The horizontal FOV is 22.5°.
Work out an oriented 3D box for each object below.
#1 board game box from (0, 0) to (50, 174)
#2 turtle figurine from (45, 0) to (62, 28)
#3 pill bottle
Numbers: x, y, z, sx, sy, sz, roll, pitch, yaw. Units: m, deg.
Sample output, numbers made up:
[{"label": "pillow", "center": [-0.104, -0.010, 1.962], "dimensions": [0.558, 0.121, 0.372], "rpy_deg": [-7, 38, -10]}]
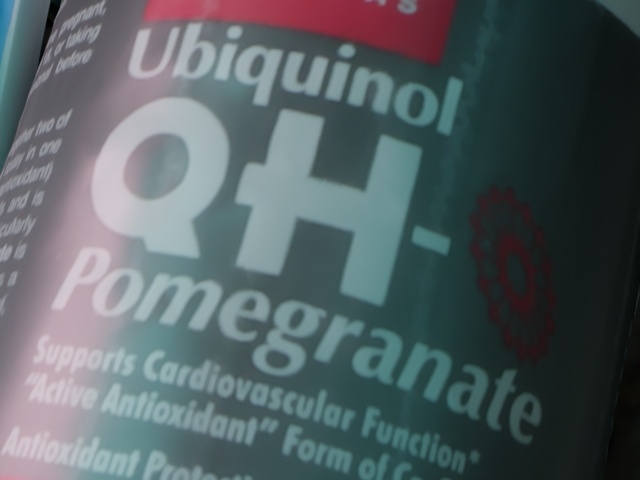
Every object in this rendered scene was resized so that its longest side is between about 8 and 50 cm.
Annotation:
[{"label": "board game box", "center": [-0.236, -0.024, 0.661], "dimensions": [0.390, 0.050, 0.390], "rpy_deg": [36, 118, 49]}, {"label": "turtle figurine", "center": [-0.079, -0.133, 0.636], "dimensions": [0.118, 0.175, 0.234], "rpy_deg": [-63, 30, 20]}, {"label": "pill bottle", "center": [0.000, 0.000, 0.444], "dimensions": [0.176, 0.176, 0.318], "rpy_deg": [-4, 63, 43]}]
